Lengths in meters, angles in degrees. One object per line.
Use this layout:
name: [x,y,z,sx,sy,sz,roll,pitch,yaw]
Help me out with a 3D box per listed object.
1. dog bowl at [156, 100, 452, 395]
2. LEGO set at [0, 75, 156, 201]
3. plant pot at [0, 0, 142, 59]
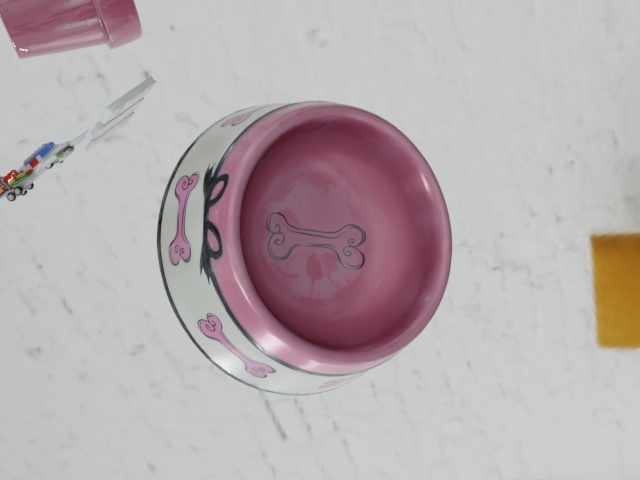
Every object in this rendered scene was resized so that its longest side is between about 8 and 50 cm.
dog bowl: [0.000,0.000,1.344,0.150,0.408,0.408,-15,90,58]
LEGO set: [-0.335,-0.127,1.301,0.060,0.244,0.182,51,156,-6]
plant pot: [-0.380,-0.355,1.474,0.201,0.180,0.201,60,167,23]
